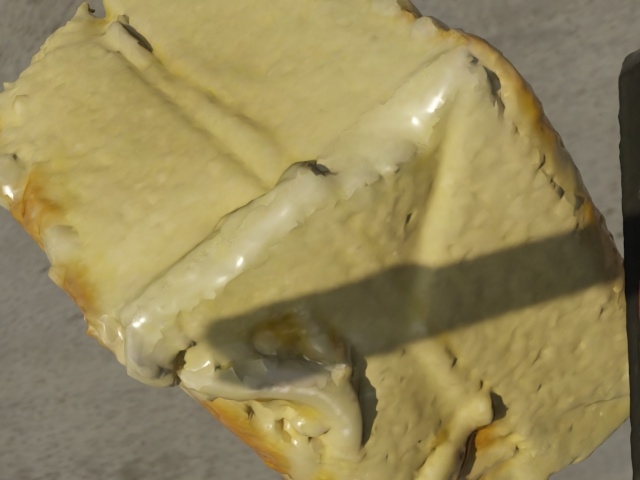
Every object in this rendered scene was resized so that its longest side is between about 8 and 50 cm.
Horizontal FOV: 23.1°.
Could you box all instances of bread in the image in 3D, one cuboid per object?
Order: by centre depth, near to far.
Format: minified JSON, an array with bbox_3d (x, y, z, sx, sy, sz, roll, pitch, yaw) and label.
[{"bbox_3d":[0.000,0.000,1.068,0.279,0.371,0.390,-43,135,-3],"label":"bread"}]

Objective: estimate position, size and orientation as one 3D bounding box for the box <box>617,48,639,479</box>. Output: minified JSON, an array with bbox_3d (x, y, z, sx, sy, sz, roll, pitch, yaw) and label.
[{"bbox_3d":[0.268,0.057,0.863,0.211,0.058,0.350,11,68,-20],"label":"box"}]
